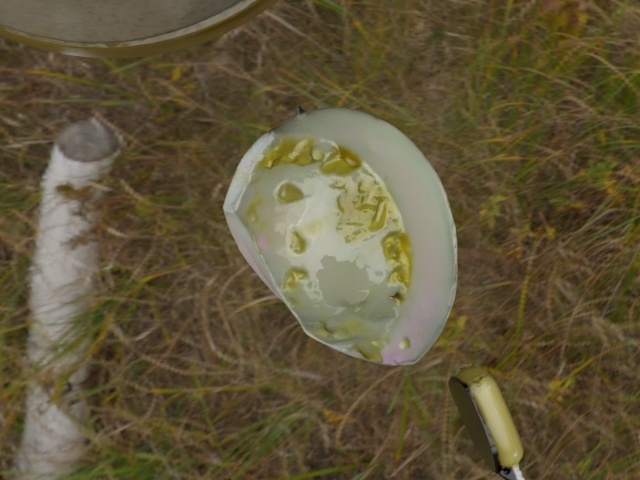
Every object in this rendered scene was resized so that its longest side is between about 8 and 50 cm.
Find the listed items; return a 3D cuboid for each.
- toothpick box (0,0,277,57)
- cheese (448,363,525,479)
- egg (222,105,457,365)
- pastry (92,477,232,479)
[{"bbox_3d":[-0.147,-0.331,0.750,0.409,0.425,0.409,1,78,-6],"label":"toothpick box"},{"bbox_3d":[0.175,0.199,1.087,0.036,0.086,0.162,-25,96,-9],"label":"cheese"},{"bbox_3d":[0.015,-0.003,1.162,0.162,0.206,0.271,-21,100,52],"label":"egg"},{"bbox_3d":[-0.158,0.305,1.011,0.311,0.255,0.162,3,105,5],"label":"pastry"}]
